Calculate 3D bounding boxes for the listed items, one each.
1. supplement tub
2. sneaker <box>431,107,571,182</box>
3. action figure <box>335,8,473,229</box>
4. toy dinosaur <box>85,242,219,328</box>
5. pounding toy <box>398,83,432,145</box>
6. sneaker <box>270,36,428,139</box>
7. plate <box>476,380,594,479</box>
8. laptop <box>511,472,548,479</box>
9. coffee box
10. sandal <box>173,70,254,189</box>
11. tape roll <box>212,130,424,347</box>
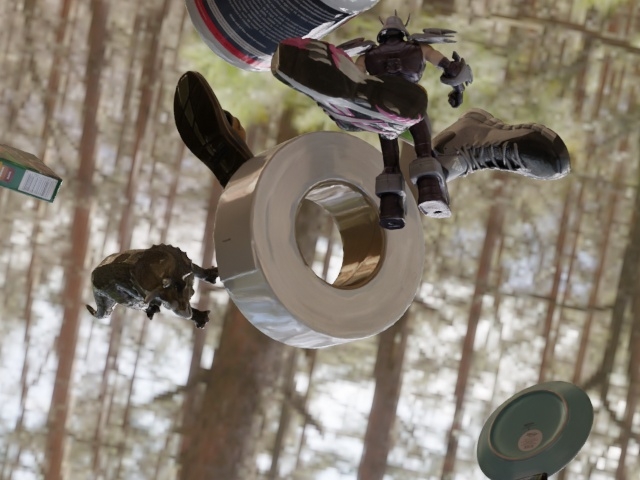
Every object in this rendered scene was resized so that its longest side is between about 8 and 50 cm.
[{"bbox_3d":[-0.030,-0.354,1.743,0.191,0.191,0.272,11,152,-44],"label":"supplement tub"},{"bbox_3d":[0.230,-0.109,1.850,0.132,0.086,0.229,-29,-152,-23],"label":"sneaker"},{"bbox_3d":[0.104,-0.164,1.734,0.185,0.285,0.099,-9,167,23],"label":"action figure"},{"bbox_3d":[-0.248,0.055,1.898,0.314,0.121,0.160,5,158,47],"label":"toy dinosaur"},{"bbox_3d":[0.127,-0.257,2.385,0.183,0.110,0.237,36,-170,32],"label":"pounding toy"},{"bbox_3d":[0.023,-0.156,1.481,0.178,0.072,0.077,25,146,-7],"label":"sneaker"},{"bbox_3d":[0.301,0.269,1.920,0.188,0.188,0.024,12,145,54],"label":"plate"},{"bbox_3d":[0.210,0.340,1.121,0.264,0.136,0.234,40,162,1],"label":"laptop"},{"bbox_3d":[-0.446,-0.109,1.786,0.184,0.040,0.113,20,-171,-38],"label":"coffee box"},{"bbox_3d":[-0.132,-0.142,1.889,0.219,0.090,0.060,51,-143,11],"label":"sandal"},{"bbox_3d":[0.000,0.000,1.794,0.286,0.286,0.100,11,164,-33],"label":"tape roll"}]
